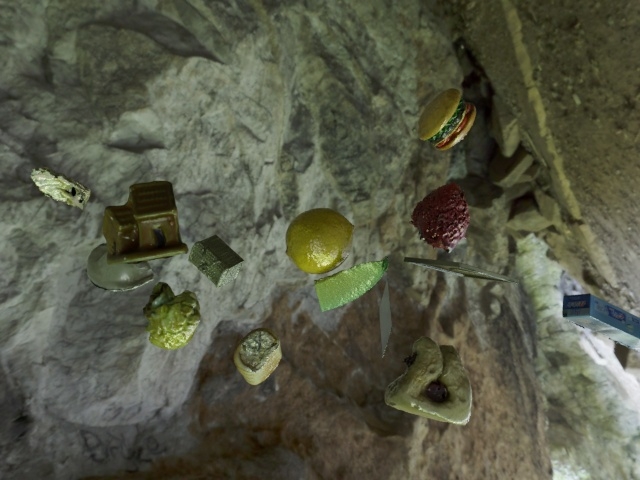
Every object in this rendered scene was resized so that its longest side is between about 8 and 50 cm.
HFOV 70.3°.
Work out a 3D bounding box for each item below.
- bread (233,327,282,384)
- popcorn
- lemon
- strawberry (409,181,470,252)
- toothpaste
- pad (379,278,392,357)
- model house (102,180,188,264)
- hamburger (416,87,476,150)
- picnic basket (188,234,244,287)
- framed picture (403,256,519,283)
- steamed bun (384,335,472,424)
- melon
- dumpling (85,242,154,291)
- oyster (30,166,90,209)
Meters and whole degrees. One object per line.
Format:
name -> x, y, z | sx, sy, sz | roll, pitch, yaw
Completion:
bread -> -0.155, 0.288, 1.124 | 0.084, 0.119, 0.177 | 33, 151, 21
popcorn -> -0.463, 0.226, 1.405 | 0.213, 0.197, 0.198 | 55, -161, 1
lemon -> 0.000, 0.000, 1.245 | 0.178, 0.202, 0.179 | 159, 90, -88
strawberry -> 0.373, -0.081, 1.397 | 0.184, 0.202, 0.186 | 30, -152, 24
toothpaste -> 0.627, 0.177, 0.955 | 0.272, 0.066, 0.053 | 23, -112, -19
pad -> 0.184, 0.218, 1.292 | 0.190, 0.004, 0.127 | -86, 3, -53
model house -> -0.531, -0.054, 1.359 | 0.173, 0.267, 0.240 | -168, 69, -84
hamburger -> 0.333, -0.319, 1.213 | 0.115, 0.162, 0.162 | 33, -152, -16
picnic basket -> -0.479, 0.097, 2.061 | 0.196, 0.134, 0.154 | 40, -146, 13
framed picture -> 0.367, 0.078, 1.186 | 0.249, 0.184, 0.016 | 14, -95, -33
steamed bun -> 0.228, 0.281, 0.931 | 0.141, 0.172, 0.156 | 116, 169, -70
melon -> 0.079, 0.101, 1.207 | 0.114, 0.261, 0.053 | 42, -147, -26
dumpling -> -0.697, 0.104, 1.558 | 0.246, 0.142, 0.172 | 27, -134, 16
oyster -> -0.770, -0.166, 1.372 | 0.209, 0.132, 0.072 | 46, -137, -49
